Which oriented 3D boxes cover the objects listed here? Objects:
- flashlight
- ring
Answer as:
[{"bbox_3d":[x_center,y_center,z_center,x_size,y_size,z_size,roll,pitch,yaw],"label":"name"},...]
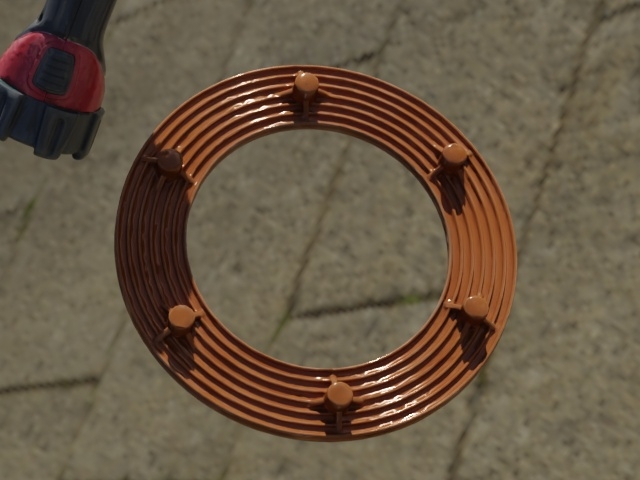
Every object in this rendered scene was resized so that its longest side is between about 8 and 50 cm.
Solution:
[{"bbox_3d":[-0.186,-0.219,1.400,0.103,0.103,0.304,31,107,31],"label":"flashlight"},{"bbox_3d":[0.000,0.000,1.406,0.032,0.337,0.336,110,178,-64],"label":"ring"}]
